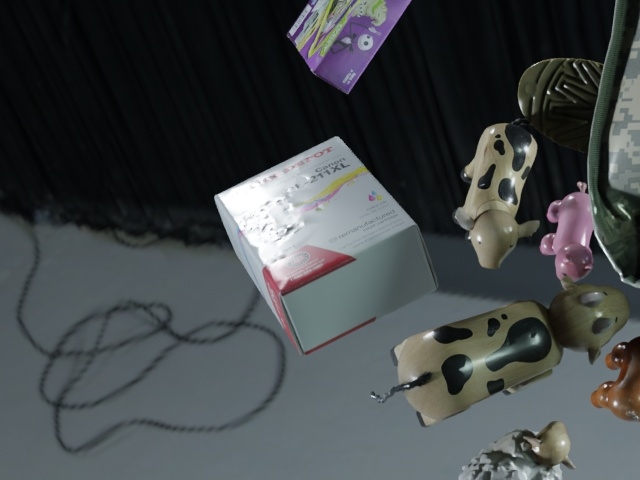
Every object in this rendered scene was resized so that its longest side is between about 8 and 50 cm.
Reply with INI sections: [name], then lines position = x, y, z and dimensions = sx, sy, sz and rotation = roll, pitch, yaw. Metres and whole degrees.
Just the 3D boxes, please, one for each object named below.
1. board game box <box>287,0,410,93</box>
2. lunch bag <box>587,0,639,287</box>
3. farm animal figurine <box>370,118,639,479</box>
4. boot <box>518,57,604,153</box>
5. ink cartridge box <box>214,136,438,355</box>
[board game box]
position = 0.090, -0.315, 1.345
dimensions = 0.346, 0.056, 0.208
rotation = -55, 13, 11
[lunch bag]
position = 0.305, -0.102, 0.999
dimensions = 0.169, 0.287, 0.235
rotation = 13, 11, 30
[farm animal figurine]
position = 0.198, 0.069, 1.350
dimensions = 0.327, 0.172, 0.330
rotation = -37, 85, -16
[boot]
position = 0.334, -0.137, 1.493
dimensions = 0.236, 0.089, 0.269
rotation = 18, 12, 9
[ink cartridge box]
position = 0.000, 0.000, 1.166
dimensions = 0.127, 0.072, 0.175
rotation = -27, 36, -8
